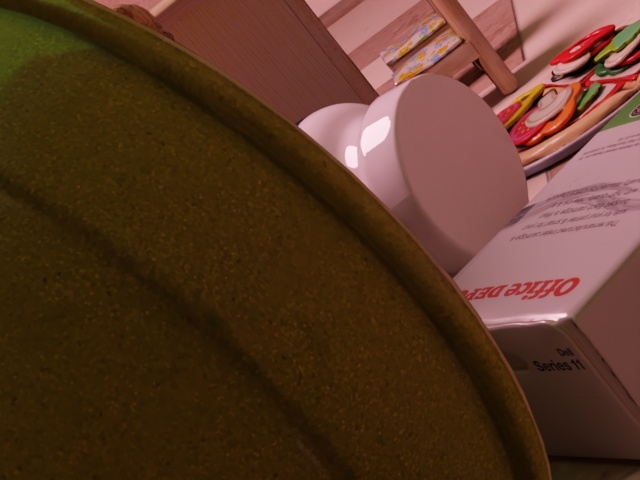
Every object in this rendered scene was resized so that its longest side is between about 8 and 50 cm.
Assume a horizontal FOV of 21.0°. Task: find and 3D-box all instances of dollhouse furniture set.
[{"bbox_3d":[-0.046,-0.125,1.478,0.362,0.256,0.394,-37,13,6],"label":"dollhouse furniture set"}]

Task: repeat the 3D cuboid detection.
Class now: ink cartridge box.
[{"bbox_3d":[0.161,0.006,0.829,0.208,0.087,0.153,-43,14,-22],"label":"ink cartridge box"}]

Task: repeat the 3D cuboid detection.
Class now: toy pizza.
[{"bbox_3d":[0.190,-0.114,1.293,0.201,0.032,0.201,-36,13,10],"label":"toy pizza"}]

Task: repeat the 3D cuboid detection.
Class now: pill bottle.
[{"bbox_3d":[0.000,0.000,1.150,0.264,0.153,0.153,-29,16,39],"label":"pill bottle"}]

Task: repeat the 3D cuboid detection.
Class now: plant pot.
[{"bbox_3d":[-0.160,0.150,0.638,0.353,0.366,0.366,-51,17,-30],"label":"plant pot"}]

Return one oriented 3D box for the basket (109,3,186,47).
[{"bbox_3d":[-0.121,0.043,1.000,0.223,0.299,0.213,-31,15,30],"label":"basket"}]
